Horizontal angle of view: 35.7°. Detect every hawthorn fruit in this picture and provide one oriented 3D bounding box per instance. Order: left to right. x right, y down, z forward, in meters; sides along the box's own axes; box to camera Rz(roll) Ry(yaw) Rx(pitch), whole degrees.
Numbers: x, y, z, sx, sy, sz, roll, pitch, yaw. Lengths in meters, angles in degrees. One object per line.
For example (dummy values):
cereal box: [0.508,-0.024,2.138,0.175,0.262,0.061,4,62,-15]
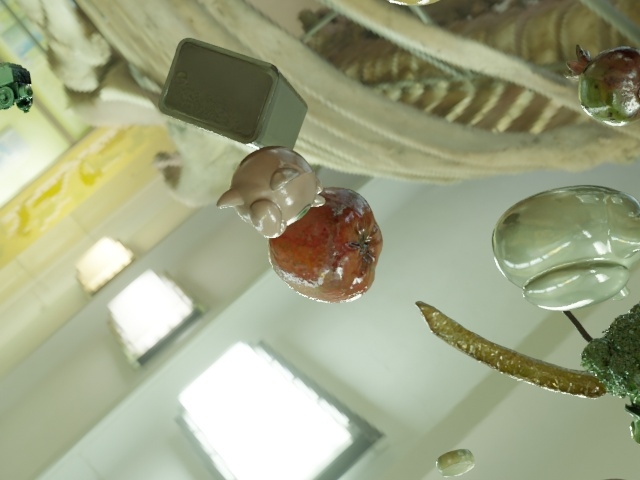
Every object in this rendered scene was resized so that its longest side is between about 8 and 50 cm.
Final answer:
hawthorn fruit: [0.000,0.000,2.345,0.299,0.275,0.275,21,-133,18]

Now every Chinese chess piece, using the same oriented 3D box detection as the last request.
Chinese chess piece: [0.294,0.484,2.171,0.084,0.084,0.034,-31,-126,23]

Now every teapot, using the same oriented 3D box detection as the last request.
teapot: [0.355,-0.002,1.279,0.219,0.149,0.318,-3,162,-14]

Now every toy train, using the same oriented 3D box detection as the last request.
toy train: [-0.610,-0.277,1.858,0.171,0.100,0.070,-12,176,24]

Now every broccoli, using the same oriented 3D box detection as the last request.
broccoli: [0.574,0.222,1.681,0.269,0.270,0.270,3,-161,-1]

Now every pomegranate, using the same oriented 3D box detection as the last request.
pomegranate: [0.469,-0.256,1.593,0.129,0.129,0.159,-33,-146,17]

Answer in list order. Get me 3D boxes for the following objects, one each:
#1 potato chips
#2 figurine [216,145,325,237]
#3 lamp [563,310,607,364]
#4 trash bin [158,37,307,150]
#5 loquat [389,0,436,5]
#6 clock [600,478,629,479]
potato chips: [0.353,0.215,1.852,0.057,0.406,0.080,-67,179,-79]
figurine: [-0.065,-0.068,1.359,0.125,0.125,0.138,-32,176,22]
lamp: [0.561,0.112,2.294,0.108,0.371,0.130,-20,159,-23]
trash bin: [-0.127,-0.213,1.553,0.240,0.164,0.122,12,98,-79]
loquat: [0.192,-0.606,2.094,0.243,0.244,0.244,-35,-163,12]
clock: [0.420,0.546,1.486,0.368,0.377,0.250,-22,-135,-22]
